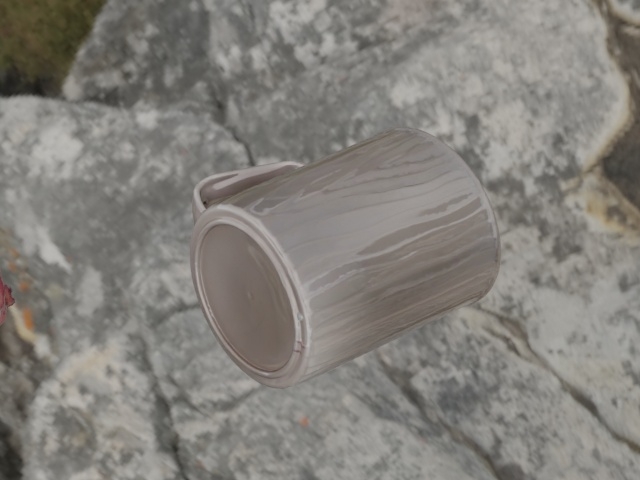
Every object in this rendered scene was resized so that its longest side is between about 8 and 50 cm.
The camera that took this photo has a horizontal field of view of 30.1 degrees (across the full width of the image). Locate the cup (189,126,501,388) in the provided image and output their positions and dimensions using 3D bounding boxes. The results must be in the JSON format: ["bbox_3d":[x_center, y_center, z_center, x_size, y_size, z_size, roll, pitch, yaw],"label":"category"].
[{"bbox_3d":[0.007,-0.010,1.265,0.273,0.208,0.288,-24,70,-35],"label":"cup"}]

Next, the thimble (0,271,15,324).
[{"bbox_3d":[-0.355,0.021,0.957,0.163,0.190,0.125,-9,26,38],"label":"thimble"}]
